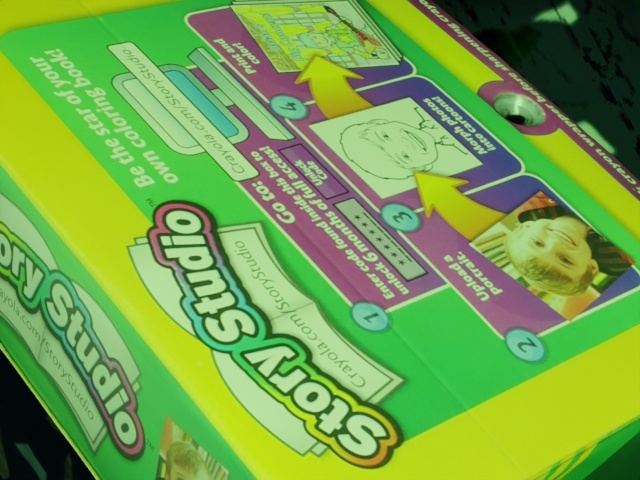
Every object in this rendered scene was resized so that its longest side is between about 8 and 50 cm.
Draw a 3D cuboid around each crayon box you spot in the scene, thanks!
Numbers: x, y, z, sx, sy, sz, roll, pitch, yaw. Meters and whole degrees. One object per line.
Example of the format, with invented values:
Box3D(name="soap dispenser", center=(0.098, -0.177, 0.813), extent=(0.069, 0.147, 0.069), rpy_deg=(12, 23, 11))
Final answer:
Box3D(name="crayon box", center=(0.000, 0.000, 0.675), extent=(0.363, 0.313, 0.106), rpy_deg=(47, 136, 28))
